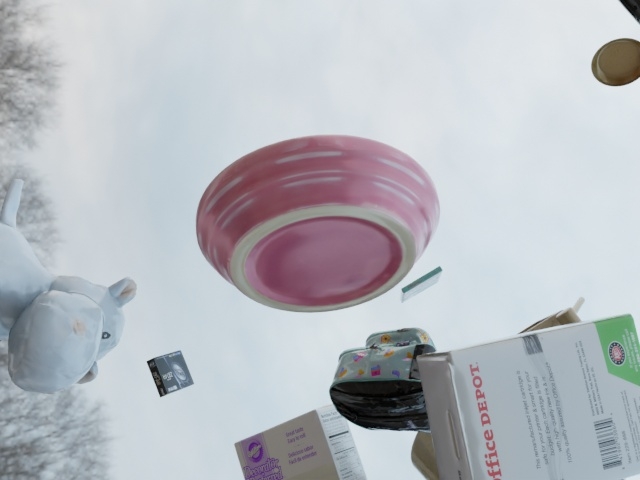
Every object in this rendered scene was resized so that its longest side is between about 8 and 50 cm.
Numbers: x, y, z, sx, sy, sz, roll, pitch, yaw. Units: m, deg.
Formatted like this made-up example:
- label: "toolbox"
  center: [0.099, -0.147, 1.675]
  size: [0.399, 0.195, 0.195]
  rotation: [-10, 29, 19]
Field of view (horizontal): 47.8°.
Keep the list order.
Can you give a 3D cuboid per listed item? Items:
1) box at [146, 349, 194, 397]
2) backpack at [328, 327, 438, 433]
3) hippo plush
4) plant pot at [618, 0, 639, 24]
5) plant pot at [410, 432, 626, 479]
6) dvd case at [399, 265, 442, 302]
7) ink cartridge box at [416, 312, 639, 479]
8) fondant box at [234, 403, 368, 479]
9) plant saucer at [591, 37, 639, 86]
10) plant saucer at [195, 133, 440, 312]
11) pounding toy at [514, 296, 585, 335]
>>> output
- label: "box"
  center: [-0.260, 0.230, 1.252]
  size: [0.018, 0.083, 0.067]
  rotation: [-27, -99, 21]
- label: "backpack"
  center: [0.114, 0.233, 1.180]
  size: [0.188, 0.166, 0.144]
  rotation: [-13, -138, 22]
- label: "hippo plush"
  center: [-0.367, 0.099, 0.851]
  size: [0.234, 0.236, 0.294]
  rotation: [-55, -172, 7]
- label: "plant pot"
  center: [0.206, -0.262, 0.379]
  size: [0.167, 0.188, 0.187]
  rotation: [49, -32, 17]
- label: "plant pot"
  center: [0.351, 0.431, 1.352]
  size: [0.305, 0.333, 0.334]
  rotation: [37, -55, 36]
- label: "dvd case"
  center: [0.194, 0.087, 1.399]
  size: [0.013, 0.087, 0.119]
  rotation: [59, -2, 16]
- label: "ink cartridge box"
  center: [0.297, 0.230, 0.986]
  size: [0.121, 0.289, 0.211]
  rotation: [144, -63, -72]
- label: "fondant box"
  center: [-0.017, 0.520, 1.428]
  size: [0.238, 0.096, 0.330]
  rotation: [-30, -110, 31]
- label: "plant saucer"
  center: [0.456, -0.274, 1.099]
  size: [0.083, 0.083, 0.015]
  rotation: [122, -13, -44]
- label: "plant saucer"
  center: [0.000, 0.000, 0.970]
  size: [0.332, 0.332, 0.084]
  rotation: [124, -33, -45]
- label: "pounding toy"
  center: [0.443, 0.189, 1.349]
  size: [0.094, 0.181, 0.206]
  rotation: [59, -12, 11]
